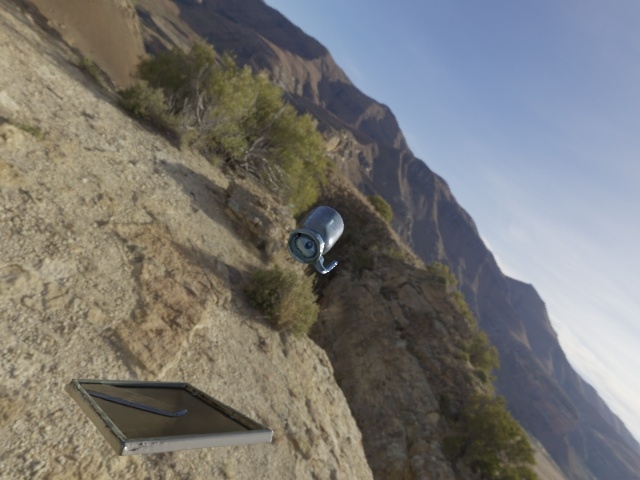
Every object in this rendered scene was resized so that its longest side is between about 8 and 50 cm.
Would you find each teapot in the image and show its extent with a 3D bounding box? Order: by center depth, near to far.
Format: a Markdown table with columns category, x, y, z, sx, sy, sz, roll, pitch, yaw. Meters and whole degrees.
| category | x | y | z | sx | sy | sz | roll | pitch | yaw |
| --- | --- | --- | --- | --- | --- | --- | --- | --- | --- |
| teapot | -0.004 | -0.001 | 0.488 | 0.083 | 0.049 | 0.063 | -50 | 139 | -54 |

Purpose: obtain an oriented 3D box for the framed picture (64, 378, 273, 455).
| category | x | y | z | sx | sy | sz | roll | pitch | yaw |
| --- | --- | --- | --- | --- | --- | --- | --- | --- | --- |
| framed picture | -0.260 | 0.276 | 0.659 | 0.232 | 0.024 | 0.315 | 19 | -13 | -40 |
